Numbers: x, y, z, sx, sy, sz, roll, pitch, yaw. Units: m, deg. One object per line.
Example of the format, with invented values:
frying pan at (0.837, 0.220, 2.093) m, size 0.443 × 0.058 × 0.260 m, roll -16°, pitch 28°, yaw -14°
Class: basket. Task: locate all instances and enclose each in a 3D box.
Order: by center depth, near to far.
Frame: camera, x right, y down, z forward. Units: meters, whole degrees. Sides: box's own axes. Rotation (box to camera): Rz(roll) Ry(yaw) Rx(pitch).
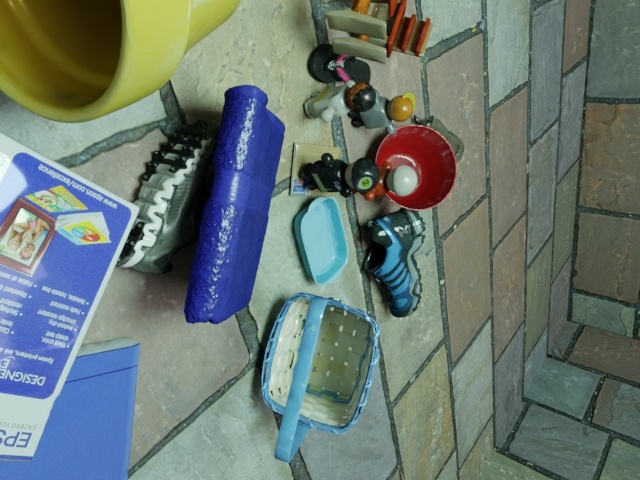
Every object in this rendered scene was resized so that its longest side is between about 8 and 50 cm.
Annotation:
basket at (-0.006, 0.223, 0.853) m, size 0.289 × 0.200 × 0.255 m, roll 29°, pitch 77°, yaw -81°

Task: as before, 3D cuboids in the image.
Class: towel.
towel at (-0.126, -0.047, 0.693) m, size 0.227 × 0.076 × 0.309 m, roll 5°, pitch 96°, yaw -86°

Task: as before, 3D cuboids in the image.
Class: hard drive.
hard drive at (-0.351, 0.299, 0.622) m, size 0.210 × 0.040 × 0.319 m, roll -1°, pitch 102°, yaw -50°

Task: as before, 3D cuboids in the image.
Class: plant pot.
plant pot at (-0.204, -0.277, 0.478) m, size 0.239 × 0.253 × 0.254 m, roll -51°, pitch 137°, yaw -49°

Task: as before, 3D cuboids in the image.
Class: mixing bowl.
mixing bowl at (0.192, -0.150, 1.048) m, size 0.181 × 0.098 × 0.182 m, roll 1°, pitch 86°, yaw -11°

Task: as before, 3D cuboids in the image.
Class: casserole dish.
casserole dish at (0.000, 0.000, 0.945) m, size 0.114 × 0.036 × 0.189 m, roll -39°, pitch 128°, yaw -35°

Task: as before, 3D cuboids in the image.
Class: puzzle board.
puzzle board at (-0.009, -0.133, 0.913) m, size 0.128 × 0.011 × 0.097 m, roll -6°, pitch 107°, yaw -48°

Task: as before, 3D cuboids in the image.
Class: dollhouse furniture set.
dollhouse furniture set at (0.126, -0.418, 0.802) m, size 0.259 × 0.135 × 0.262 m, roll 44°, pitch 65°, yaw -80°

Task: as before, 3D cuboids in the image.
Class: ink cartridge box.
ink cartridge box at (-0.369, 0.036, 0.464) m, size 0.303 × 0.072 × 0.308 m, roll 37°, pitch 66°, yaw -48°

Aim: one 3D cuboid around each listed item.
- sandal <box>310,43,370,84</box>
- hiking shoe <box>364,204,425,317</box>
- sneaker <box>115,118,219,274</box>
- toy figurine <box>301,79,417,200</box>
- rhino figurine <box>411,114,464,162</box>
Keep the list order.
sandal at (0.049, -0.323, 0.897) m, size 0.179 × 0.040 × 0.067 m, roll -8°, pitch 108°, yaw -48°
hiking shoe at (0.159, 0.061, 1.123) m, size 0.131 × 0.113 × 0.304 m, roll -14°, pitch 123°, yaw -14°
sneaker at (-0.198, -0.054, 0.669) m, size 0.235 × 0.078 × 0.106 m, roll -63°, pitch 145°, yaw -12°
toy figurine at (0.081, -0.179, 0.879) m, size 0.213 × 0.148 × 0.210 m, roll 0°, pitch 94°, yaw -48°
rhino figurine at (0.277, -0.236, 1.168) m, size 0.243 × 0.073 × 0.107 m, roll 19°, pitch 90°, yaw -49°
